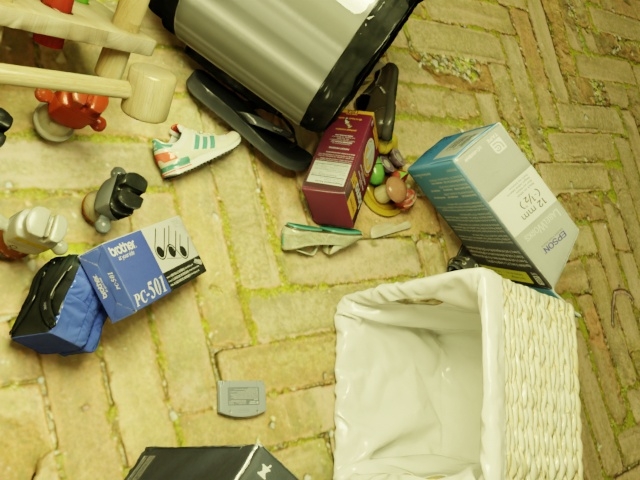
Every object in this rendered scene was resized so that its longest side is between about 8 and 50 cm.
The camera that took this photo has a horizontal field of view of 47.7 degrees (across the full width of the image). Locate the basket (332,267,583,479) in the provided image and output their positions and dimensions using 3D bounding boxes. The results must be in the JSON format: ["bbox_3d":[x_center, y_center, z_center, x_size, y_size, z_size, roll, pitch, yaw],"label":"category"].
[{"bbox_3d":[0.220,0.242,1.182,0.266,0.328,0.332,15,69,-38],"label":"basket"}]

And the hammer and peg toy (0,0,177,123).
[{"bbox_3d":[-0.338,-0.283,0.877,0.361,0.127,0.265,37,23,28],"label":"hammer and peg toy"}]

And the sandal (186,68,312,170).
[{"bbox_3d":[-0.106,-0.201,1.206,0.254,0.054,0.097,35,22,-25],"label":"sandal"}]

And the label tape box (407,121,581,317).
[{"bbox_3d":[0.333,-0.034,1.307,0.115,0.249,0.348,-42,99,-7],"label":"label tape box"}]

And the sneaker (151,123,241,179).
[{"bbox_3d":[-0.196,-0.158,1.146,0.161,0.057,0.075,-34,103,-37],"label":"sneaker"}]

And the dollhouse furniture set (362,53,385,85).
[{"bbox_3d":[0.080,-0.338,1.363,0.058,0.151,0.076,-11,82,-39],"label":"dollhouse furniture set"}]

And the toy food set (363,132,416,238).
[{"bbox_3d":[0.138,-0.121,1.395,0.128,0.071,0.218,-5,80,-40],"label":"toy food set"}]

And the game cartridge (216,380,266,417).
[{"bbox_3d":[-0.121,0.242,1.109,0.083,0.017,0.056,9,67,-37],"label":"game cartridge"}]

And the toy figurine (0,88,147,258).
[{"bbox_3d":[-0.358,-0.089,0.946,0.213,0.148,0.210,-35,104,-42],"label":"toy figurine"}]

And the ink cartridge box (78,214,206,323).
[{"bbox_3d":[-0.238,0.033,1.001,0.097,0.046,0.207,64,20,-3],"label":"ink cartridge box"}]

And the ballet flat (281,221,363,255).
[{"bbox_3d":[0.000,0.000,1.269,0.168,0.057,0.053,5,101,-34],"label":"ballet flat"}]

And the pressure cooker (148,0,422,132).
[{"bbox_3d":[-0.061,-0.422,1.115,0.420,0.370,0.376,35,82,-4],"label":"pressure cooker"}]

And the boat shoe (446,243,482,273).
[{"bbox_3d":[0.284,0.072,1.454,0.076,0.080,0.229,32,66,-29],"label":"boat shoe"}]

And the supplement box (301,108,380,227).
[{"bbox_3d":[0.040,-0.130,1.284,0.104,0.080,0.188,71,33,-54],"label":"supplement box"}]

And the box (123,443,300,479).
[{"bbox_3d":[-0.101,0.410,0.890,0.296,0.294,0.183,47,52,-17],"label":"box"}]

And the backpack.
[{"bbox_3d":[-0.330,0.085,0.942,0.101,0.097,0.120,47,42,-48],"label":"backpack"}]

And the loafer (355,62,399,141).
[{"bbox_3d":[0.107,-0.277,1.398,0.078,0.080,0.220,6,42,2],"label":"loafer"}]
